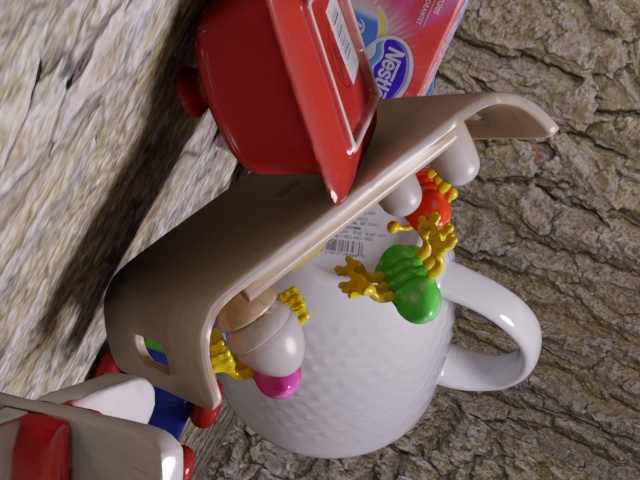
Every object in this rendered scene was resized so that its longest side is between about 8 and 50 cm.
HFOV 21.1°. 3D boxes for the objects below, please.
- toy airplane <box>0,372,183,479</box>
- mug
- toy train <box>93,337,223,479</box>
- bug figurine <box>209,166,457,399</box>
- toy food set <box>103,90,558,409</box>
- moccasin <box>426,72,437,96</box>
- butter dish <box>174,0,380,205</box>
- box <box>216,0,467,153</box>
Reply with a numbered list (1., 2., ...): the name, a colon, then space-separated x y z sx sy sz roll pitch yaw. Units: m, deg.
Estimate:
1. toy airplane: -0.137 0.270 0.962 0.386 0.272 0.384 -48 152 -19
2. mug: 0.065 0.071 1.925 0.328 0.374 0.276 98 13 -59
3. toy train: -0.156 0.153 1.501 0.143 0.105 0.248 -81 -168 -50
4. bug figurine: 0.002 0.031 1.316 0.279 0.072 0.216 -27 -153 4
5. toy food set: 0.000 0.000 1.216 0.306 0.092 0.220 -37 -164 -16
6. moccasin: 0.029 -0.146 2.044 0.342 0.138 0.117 -47 -167 42
7. butter dish: -0.038 -0.109 1.116 0.160 0.118 0.160 -65 139 -63
8. box: 0.041 -0.192 1.406 0.300 0.142 0.154 -66 177 40
